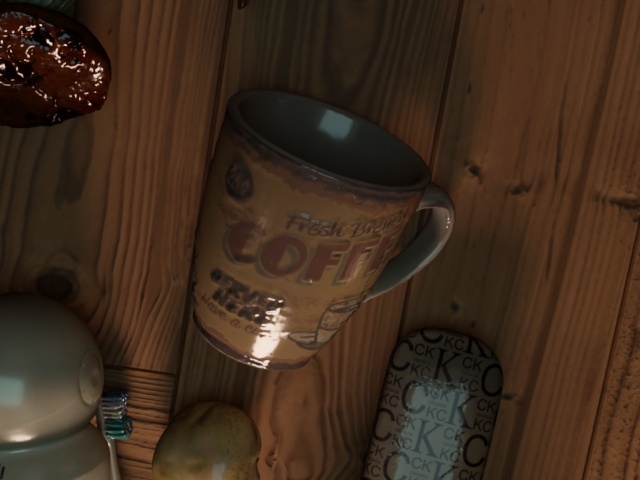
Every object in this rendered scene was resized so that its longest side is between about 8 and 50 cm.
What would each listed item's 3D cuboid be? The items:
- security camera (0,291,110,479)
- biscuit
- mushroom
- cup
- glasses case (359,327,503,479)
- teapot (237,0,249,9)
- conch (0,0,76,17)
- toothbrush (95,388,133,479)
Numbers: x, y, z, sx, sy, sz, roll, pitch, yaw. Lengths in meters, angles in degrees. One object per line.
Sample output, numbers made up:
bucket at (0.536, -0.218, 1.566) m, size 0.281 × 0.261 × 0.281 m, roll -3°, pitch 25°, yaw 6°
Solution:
security camera at (-0.333, 0.175, 1.401) m, size 0.194 × 0.194 × 0.236 m, roll -6°, pitch 101°, yaw 0°
biscuit at (-0.315, -0.179, 1.343) m, size 0.192 × 0.192 × 0.049 m, roll 9°, pitch 60°, yaw -3°
mushroom at (-0.127, 0.254, 1.461) m, size 0.148 × 0.112 × 0.148 m, roll 4°, pitch 96°, yaw 42°
cup at (0.000, 0.000, 1.384) m, size 0.301 × 0.227 × 0.257 m, roll 6°, pitch 119°, yaw -32°
glasses case at (0.115, 0.276, 1.473) m, size 0.137 × 0.085 × 0.355 m, roll 13°, pitch 94°, yaw 2°
teapot at (-0.036, -0.314, 1.344) m, size 0.173 × 0.116 × 0.116 m, roll -46°, pitch 101°, yaw -19°
conch at (-0.314, -0.287, 1.340) m, size 0.135 × 0.102 × 0.153 m, roll -39°, pitch 72°, yaw 23°
toothbrush at (-0.219, 0.374, 1.524) m, size 0.040 × 0.042 × 0.418 m, roll -2°, pitch 103°, yaw 19°
